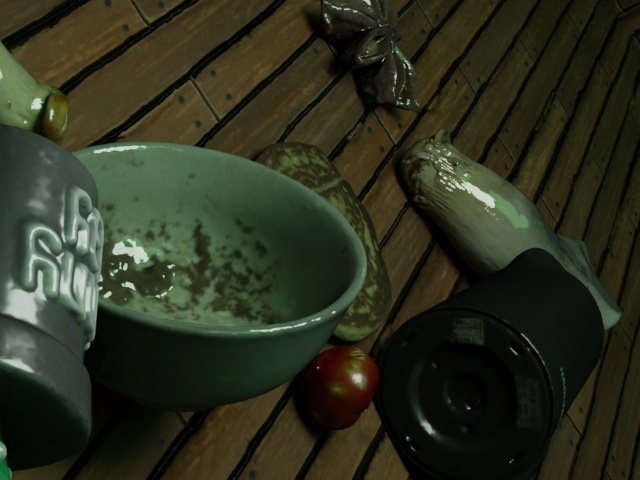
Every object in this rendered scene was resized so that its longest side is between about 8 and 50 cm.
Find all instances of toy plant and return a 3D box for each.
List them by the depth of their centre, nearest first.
[{"bbox_3d":[-0.227,0.122,0.743,0.185,0.279,0.400,24,53,-33],"label":"toy plant"}]

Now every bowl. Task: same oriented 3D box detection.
[{"bbox_3d":[-0.117,0.048,1.033,0.289,0.146,0.289,11,30,-6],"label":"bowl"}]

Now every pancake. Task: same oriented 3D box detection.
[{"bbox_3d":[0.001,0.000,1.396,0.250,0.031,0.250,36,40,-37],"label":"pancake"}]

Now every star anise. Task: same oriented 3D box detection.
[{"bbox_3d":[0.059,-0.269,1.645,0.197,0.073,0.212,28,42,-49],"label":"star anise"}]

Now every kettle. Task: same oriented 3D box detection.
[{"bbox_3d":[0.230,0.168,1.460,0.262,0.203,0.308,63,28,2],"label":"kettle"}]

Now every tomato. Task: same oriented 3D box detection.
[{"bbox_3d":[0.018,0.147,1.269,0.075,0.087,0.087,31,35,1],"label":"tomato"}]

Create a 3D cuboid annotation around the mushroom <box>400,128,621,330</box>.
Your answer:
[{"bbox_3d":[0.259,-0.005,1.701,0.397,0.126,0.177,35,31,-38],"label":"mushroom"}]

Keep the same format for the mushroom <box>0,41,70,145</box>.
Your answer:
[{"bbox_3d":[-0.333,-0.177,0.964,0.333,0.107,0.087,45,62,-29],"label":"mushroom"}]
